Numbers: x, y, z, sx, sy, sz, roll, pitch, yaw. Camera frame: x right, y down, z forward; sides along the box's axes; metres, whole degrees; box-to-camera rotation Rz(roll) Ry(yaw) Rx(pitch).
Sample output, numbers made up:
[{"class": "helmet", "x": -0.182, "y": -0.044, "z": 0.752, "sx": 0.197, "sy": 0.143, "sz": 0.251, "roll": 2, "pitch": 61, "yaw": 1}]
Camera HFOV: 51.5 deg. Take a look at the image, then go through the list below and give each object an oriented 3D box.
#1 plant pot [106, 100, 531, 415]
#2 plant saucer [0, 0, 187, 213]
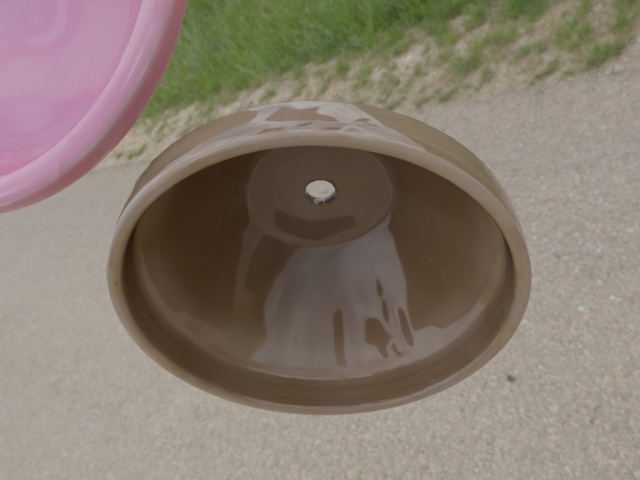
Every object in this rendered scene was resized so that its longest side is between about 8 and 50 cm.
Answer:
[{"class": "plant pot", "x": 0.000, "y": 0.000, "z": 0.410, "sx": 0.237, "sy": 0.237, "sz": 0.110, "roll": -28, "pitch": 38, "yaw": 27}, {"class": "plant saucer", "x": -0.234, "y": -0.181, "z": 0.482, "sx": 0.332, "sy": 0.332, "sz": 0.084, "roll": -38, "pitch": -12, "yaw": 11}]
